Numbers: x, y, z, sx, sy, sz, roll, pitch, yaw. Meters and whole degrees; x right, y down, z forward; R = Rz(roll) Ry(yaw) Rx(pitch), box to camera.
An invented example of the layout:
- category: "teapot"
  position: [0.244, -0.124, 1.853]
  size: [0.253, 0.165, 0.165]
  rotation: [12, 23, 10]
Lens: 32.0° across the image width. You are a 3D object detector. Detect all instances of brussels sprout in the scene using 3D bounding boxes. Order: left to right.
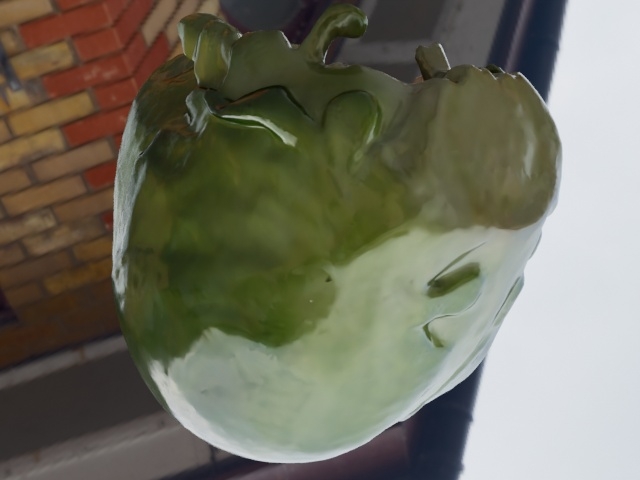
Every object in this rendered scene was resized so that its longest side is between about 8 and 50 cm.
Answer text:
- category: "brussels sprout"
  position: [0.000, 0.000, 0.809]
  size: [0.276, 0.315, 0.371]
  rotation: [5, 173, -34]
